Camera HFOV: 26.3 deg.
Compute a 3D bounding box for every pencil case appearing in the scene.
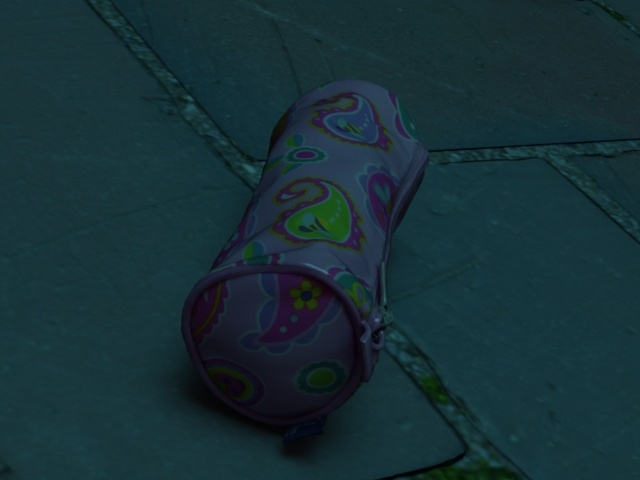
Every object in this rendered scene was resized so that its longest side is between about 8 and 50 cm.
[{"bbox_3d":[0.000,0.000,0.891,0.124,0.124,0.284,20,30,0],"label":"pencil case"}]
